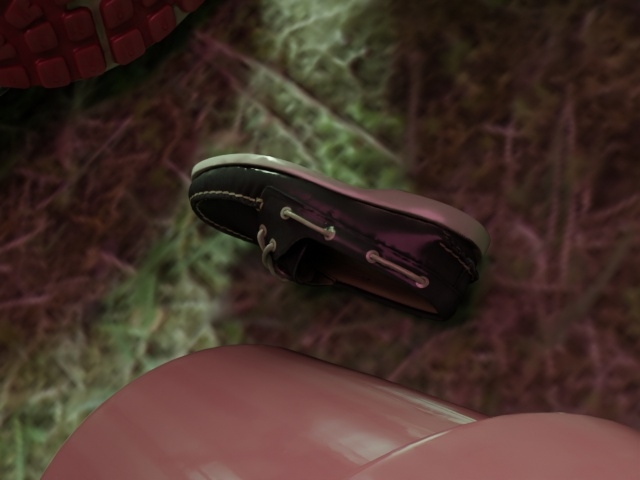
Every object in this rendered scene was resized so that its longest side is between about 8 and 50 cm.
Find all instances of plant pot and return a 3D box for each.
[{"bbox_3d":[0.010,0.119,0.386,0.201,0.201,0.180,-50,37,-5],"label":"plant pot"}]

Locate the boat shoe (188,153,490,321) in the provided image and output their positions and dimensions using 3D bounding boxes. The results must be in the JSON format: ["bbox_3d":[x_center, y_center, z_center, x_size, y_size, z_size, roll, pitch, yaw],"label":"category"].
[{"bbox_3d":[0.000,0.000,0.539,0.125,0.046,0.038,15,67,25],"label":"boat shoe"}]

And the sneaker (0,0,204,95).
[{"bbox_3d":[-0.165,-0.115,0.648,0.299,0.121,0.112,-33,32,2],"label":"sneaker"}]
